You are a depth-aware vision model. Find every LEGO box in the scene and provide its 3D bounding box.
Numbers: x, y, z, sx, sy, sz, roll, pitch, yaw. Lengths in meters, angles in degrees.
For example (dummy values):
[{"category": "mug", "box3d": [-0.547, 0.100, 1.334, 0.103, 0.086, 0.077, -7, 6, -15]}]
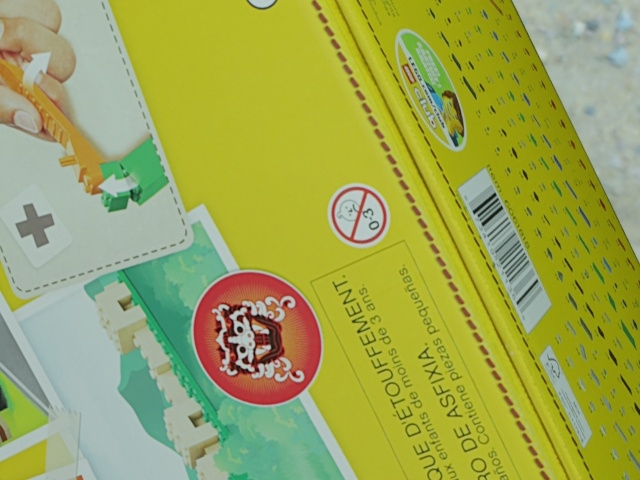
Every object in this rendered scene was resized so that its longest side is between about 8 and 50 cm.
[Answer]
[{"category": "LEGO box", "box3d": [-0.059, 0.073, 0.690, 0.372, 0.193, 0.500, -24, 94, 26]}]
